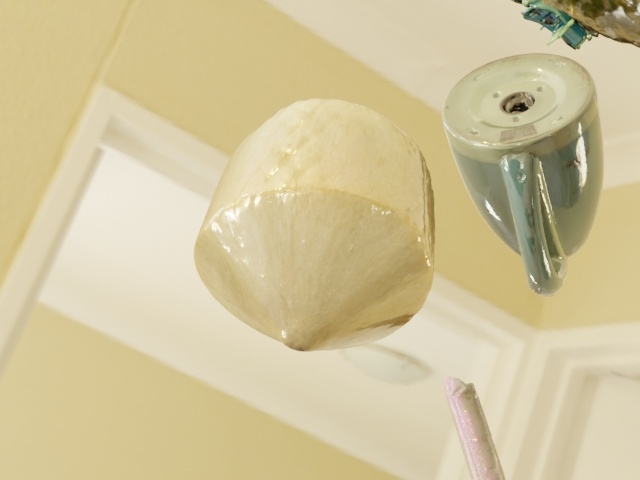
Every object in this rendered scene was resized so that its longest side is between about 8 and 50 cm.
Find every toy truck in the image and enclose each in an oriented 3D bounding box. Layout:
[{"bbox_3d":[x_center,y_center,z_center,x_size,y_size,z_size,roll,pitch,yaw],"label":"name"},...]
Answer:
[{"bbox_3d":[0.322,-0.327,1.743,0.154,0.078,0.080,37,-24,-8],"label":"toy truck"}]

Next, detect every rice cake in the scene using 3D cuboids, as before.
[{"bbox_3d":[0.226,0.302,1.727,0.049,0.269,0.055,-5,-42,-9],"label":"rice cake"}]

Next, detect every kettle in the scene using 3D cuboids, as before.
[{"bbox_3d":[0.351,-0.080,2.011,0.247,0.319,0.342,-5,-49,19],"label":"kettle"}]

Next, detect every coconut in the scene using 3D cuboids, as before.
[{"bbox_3d":[0.000,0.000,1.448,0.329,0.328,0.329,18,-20,7],"label":"coconut"}]

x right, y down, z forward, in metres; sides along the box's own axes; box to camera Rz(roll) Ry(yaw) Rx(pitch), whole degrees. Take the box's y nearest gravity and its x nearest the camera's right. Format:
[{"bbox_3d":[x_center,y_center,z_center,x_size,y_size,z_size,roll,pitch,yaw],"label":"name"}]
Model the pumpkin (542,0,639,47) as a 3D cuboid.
[{"bbox_3d":[0.237,-0.256,1.048,0.258,0.095,0.290,28,-4,0],"label":"pumpkin"}]
